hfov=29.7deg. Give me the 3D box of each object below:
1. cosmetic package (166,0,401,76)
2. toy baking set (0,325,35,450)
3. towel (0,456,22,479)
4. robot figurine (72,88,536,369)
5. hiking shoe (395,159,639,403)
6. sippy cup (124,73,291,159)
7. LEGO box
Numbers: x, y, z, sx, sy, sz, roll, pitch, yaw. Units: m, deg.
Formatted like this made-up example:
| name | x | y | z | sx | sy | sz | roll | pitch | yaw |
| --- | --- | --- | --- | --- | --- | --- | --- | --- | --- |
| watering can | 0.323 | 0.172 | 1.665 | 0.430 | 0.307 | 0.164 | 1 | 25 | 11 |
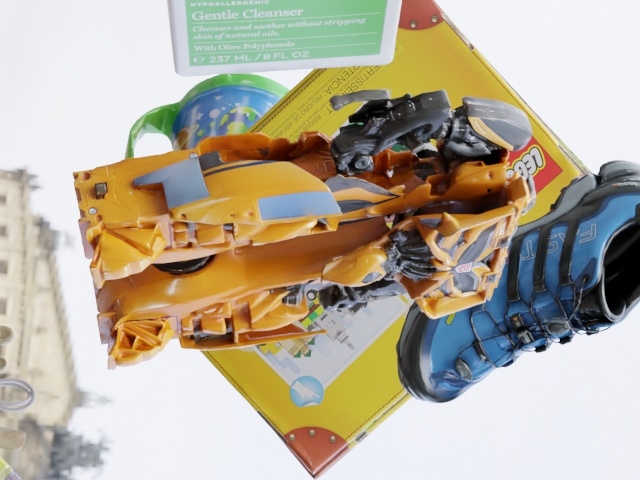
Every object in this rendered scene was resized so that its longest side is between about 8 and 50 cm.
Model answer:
| name | x | y | z | sx | sy | sz | roll | pitch | yaw |
| --- | --- | --- | --- | --- | --- | --- | --- | --- | --- |
| cosmetic package | -0.030 | -0.297 | 0.904 | 0.365 | 0.197 | 0.155 | 93 | -9 | -61 |
| toy baking set | -0.489 | 0.176 | 1.604 | 0.256 | 0.196 | 0.030 | 62 | -35 | 34 |
| towel | -0.264 | 0.226 | 1.010 | 0.083 | 0.060 | 0.009 | 46 | -35 | 7 |
| robot figurine | 0.000 | 0.000 | 0.760 | 0.211 | 0.291 | 0.085 | 95 | -15 | -56 |
| hiking shoe | 0.198 | 0.043 | 1.070 | 0.304 | 0.113 | 0.132 | -40 | -154 | -1 |
| sippy cup | -0.128 | -0.098 | 1.830 | 0.305 | 0.240 | 0.224 | -13 | -141 | 16 |
| LEGO box | 0.057 | -0.017 | 1.513 | 0.500 | 0.372 | 0.193 | -42 | -177 | 7 |
